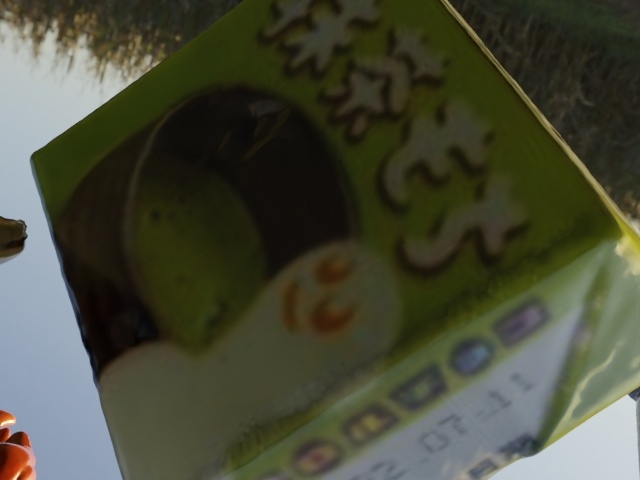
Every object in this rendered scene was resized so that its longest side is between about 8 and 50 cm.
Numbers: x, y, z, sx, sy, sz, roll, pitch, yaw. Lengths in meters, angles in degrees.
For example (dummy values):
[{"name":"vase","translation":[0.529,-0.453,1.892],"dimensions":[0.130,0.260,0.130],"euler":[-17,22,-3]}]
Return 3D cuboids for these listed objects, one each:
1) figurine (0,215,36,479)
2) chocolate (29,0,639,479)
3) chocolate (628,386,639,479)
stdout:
[{"name":"figurine","translation":[-0.237,0.111,0.497],"dimensions":[0.180,0.257,0.208],"euler":[4,-171,-29]},{"name":"chocolate","translation":[0.000,0.000,0.518],"dimensions":[0.137,0.288,0.301],"euler":[46,-168,-54]},{"name":"chocolate","translation":[0.347,0.334,0.806],"dimensions":[0.162,0.446,0.162],"euler":[8,152,4]}]
